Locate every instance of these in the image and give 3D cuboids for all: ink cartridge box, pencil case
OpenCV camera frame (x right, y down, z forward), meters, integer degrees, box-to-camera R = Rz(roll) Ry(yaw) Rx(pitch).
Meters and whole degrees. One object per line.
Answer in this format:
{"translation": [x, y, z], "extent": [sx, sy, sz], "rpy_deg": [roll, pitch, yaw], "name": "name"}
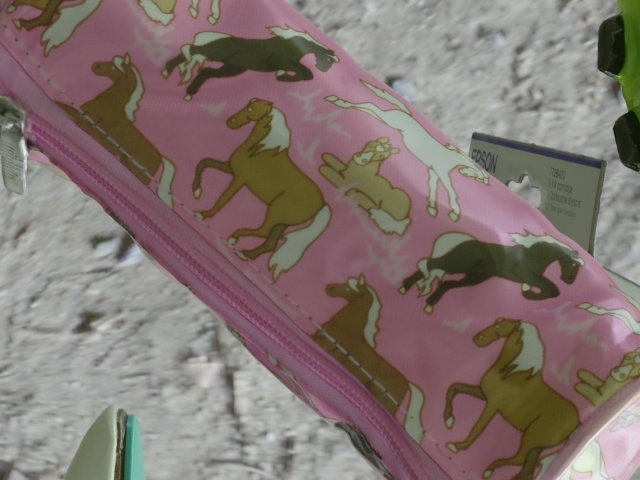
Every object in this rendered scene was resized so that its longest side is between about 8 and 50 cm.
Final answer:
{"translation": [0.161, 0.080, 1.409], "extent": [0.072, 0.303, 0.307], "rpy_deg": [12, 95, -15], "name": "ink cartridge box"}
{"translation": [0.000, 0.000, 0.876], "extent": [0.386, 0.160, 0.167], "rpy_deg": [40, 82, 17], "name": "pencil case"}

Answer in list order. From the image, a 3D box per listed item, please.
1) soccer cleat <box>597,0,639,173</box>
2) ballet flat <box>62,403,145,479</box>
{"translation": [0.177, -0.004, 0.464], "extent": [0.121, 0.289, 0.093], "rpy_deg": [6, 120, -33], "name": "soccer cleat"}
{"translation": [-0.204, 0.343, 1.560], "extent": [0.139, 0.139, 0.400], "rpy_deg": [-8, 101, -17], "name": "ballet flat"}
